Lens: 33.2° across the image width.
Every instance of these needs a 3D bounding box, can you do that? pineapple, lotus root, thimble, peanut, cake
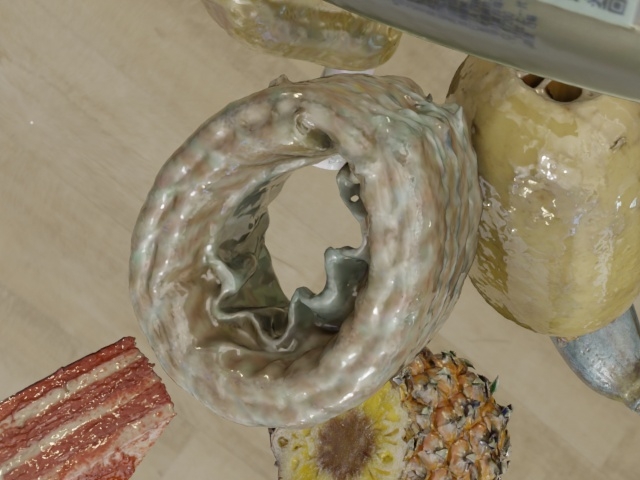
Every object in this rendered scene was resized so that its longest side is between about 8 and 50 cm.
[{"bbox_3d":[0.121,0.308,1.611,0.300,0.352,0.352,7,95,-40],"label":"pineapple"},{"bbox_3d":[0.173,-0.020,0.819,0.151,0.169,0.343,-33,144,-14],"label":"lotus root"},{"bbox_3d":[-0.006,0.001,0.698,0.196,0.148,0.229,26,112,17],"label":"thimble"},{"bbox_3d":[-0.021,-0.238,1.062,0.236,0.110,0.120,12,135,-33],"label":"peanut"},{"bbox_3d":[0.432,0.143,1.689,0.140,0.158,0.322,-26,78,19],"label":"lotus root"},{"bbox_3d":[-0.288,0.261,1.273,0.262,0.158,0.159,-29,141,-15],"label":"cake"}]

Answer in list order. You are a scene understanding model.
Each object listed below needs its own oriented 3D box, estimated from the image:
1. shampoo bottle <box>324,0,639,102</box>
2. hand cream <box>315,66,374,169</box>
[{"bbox_3d":[0.046,-0.148,0.440,0.350,0.084,0.125,21,126,20],"label":"shampoo bottle"},{"bbox_3d":[0.043,-0.238,1.275,0.070,0.111,0.312,18,108,-1],"label":"hand cream"}]
